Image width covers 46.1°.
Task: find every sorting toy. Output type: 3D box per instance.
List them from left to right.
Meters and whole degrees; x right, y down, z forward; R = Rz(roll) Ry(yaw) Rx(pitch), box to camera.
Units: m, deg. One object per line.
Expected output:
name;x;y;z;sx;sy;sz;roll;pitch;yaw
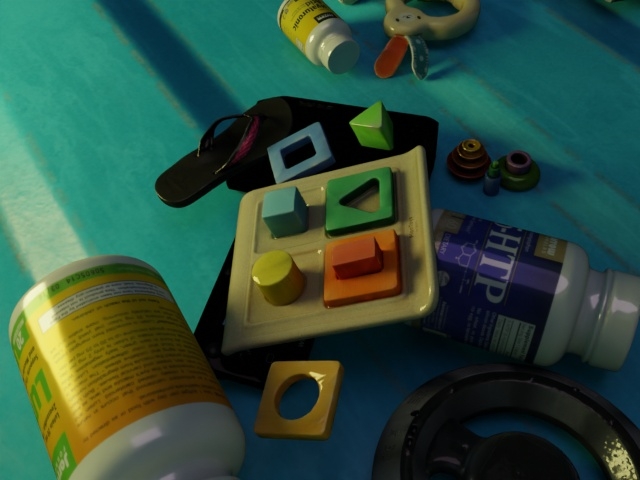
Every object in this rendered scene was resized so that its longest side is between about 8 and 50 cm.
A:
sorting toy;0.000;0.000;0.646;0.196;0.047;0.348;-15;47;19
sorting toy;0.186;-0.084;0.806;0.102;0.042;0.061;6;51;8

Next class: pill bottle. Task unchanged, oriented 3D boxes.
pill bottle;-0.141;0.139;0.580;0.136;0.136;0.246;-25;53;-16
pill bottle;0.000;-0.259;0.946;0.065;0.065;0.116;-26;54;-17
pill bottle;0.173;0.046;0.655;0.186;0.112;0.112;15;53;15

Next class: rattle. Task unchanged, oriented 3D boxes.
rattle;0.134;-0.309;0.937;0.130;0.143;0.200;38;54;8

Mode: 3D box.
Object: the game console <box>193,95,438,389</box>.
game console;-0.011;-0.011;0.757;0.213;0.044;0.361;10;52;12

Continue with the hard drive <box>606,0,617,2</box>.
hard drive;0.404;-0.422;1.054;0.172;0.054;0.255;-12;51;-14

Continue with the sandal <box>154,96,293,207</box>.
sandal;-0.096;-0.100;0.784;0.067;0.040;0.179;35;62;31

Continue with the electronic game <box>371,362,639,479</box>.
electronic game;0.153;0.191;0.577;0.229;0.048;0.229;-1;46;1

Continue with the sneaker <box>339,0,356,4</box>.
sneaker;0.069;-0.392;1.054;0.152;0.058;0.084;-30;64;-12
